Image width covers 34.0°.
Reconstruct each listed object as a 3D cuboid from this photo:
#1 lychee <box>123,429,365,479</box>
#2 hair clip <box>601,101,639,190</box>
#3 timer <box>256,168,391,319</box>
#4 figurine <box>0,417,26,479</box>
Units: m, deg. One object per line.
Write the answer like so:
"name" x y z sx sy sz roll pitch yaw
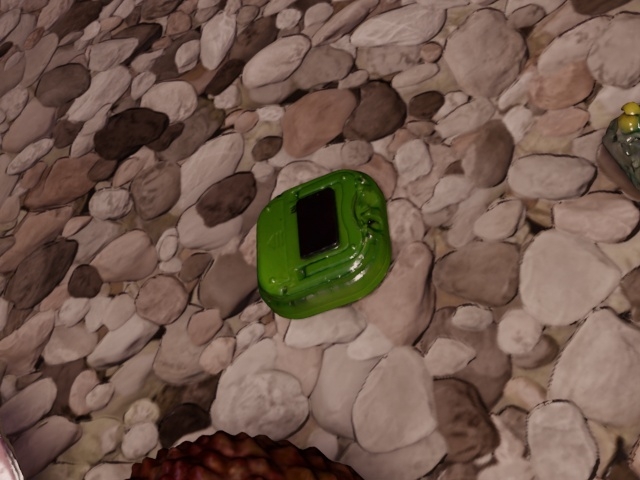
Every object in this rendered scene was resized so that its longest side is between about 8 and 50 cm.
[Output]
"lychee" -0.058 0.244 0.652 0.264 0.264 0.300 -43 40 -1
"hair clip" 0.302 -0.027 0.738 0.138 0.091 0.321 -26 47 12
"timer" 0.000 0.000 0.957 0.128 0.047 0.140 -21 48 20
"figurine" -0.367 0.313 0.857 0.315 0.284 0.206 -22 31 -15
